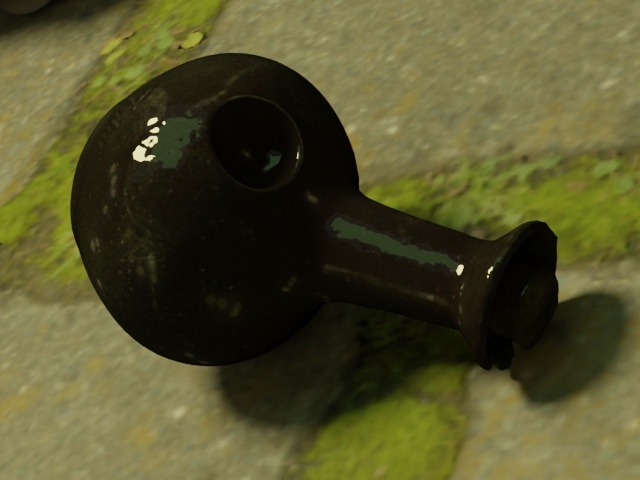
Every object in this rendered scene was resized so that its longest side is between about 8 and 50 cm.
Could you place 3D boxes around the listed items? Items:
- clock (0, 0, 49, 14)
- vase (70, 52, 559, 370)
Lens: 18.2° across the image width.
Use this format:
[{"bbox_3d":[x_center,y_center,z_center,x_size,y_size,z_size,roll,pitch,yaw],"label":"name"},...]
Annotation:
[{"bbox_3d":[-0.219,-0.207,1.093,0.254,0.189,0.189,1,45,40],"label":"clock"},{"bbox_3d":[0.000,0.000,0.735,0.183,0.120,0.120,17,55,26],"label":"vase"}]
